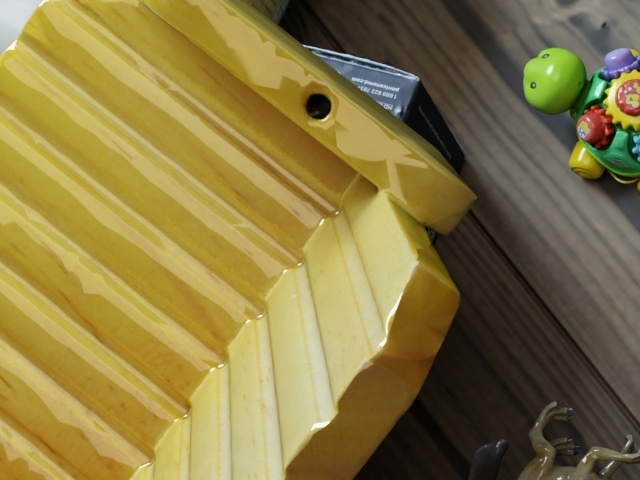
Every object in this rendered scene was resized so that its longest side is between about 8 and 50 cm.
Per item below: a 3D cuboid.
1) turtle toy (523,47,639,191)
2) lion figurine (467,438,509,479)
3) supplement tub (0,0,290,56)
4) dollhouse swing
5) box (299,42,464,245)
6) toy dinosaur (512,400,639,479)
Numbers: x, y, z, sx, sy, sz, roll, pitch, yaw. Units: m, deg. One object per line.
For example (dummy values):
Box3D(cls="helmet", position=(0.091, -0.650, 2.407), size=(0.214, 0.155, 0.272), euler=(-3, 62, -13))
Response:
Box3D(cls="turtle toy", position=(0.195, -0.088, 1.218), size=(0.130, 0.066, 0.095), euler=(19, 79, 20))
Box3D(cls="lion figurine", position=(-0.038, 0.283, 1.102), size=(0.392, 0.142, 0.240), euler=(-28, 49, 23))
Box3D(cls="supplement tub", position=(-0.140, -0.187, 1.251), size=(0.241, 0.241, 0.331), euler=(23, 80, 21))
Box3D(cls="dollhouse swing", position=(-0.121, 0.044, 0.965), size=(0.315, 0.305, 0.347), euler=(38, 99, 5))
Box3D(cls="box", position=(0.000, 0.000, 1.199), size=(0.108, 0.153, 0.207), euler=(16, 78, 20))
Box3D(cls="toy dinosaur", position=(0.137, 0.151, 1.149), size=(0.183, 0.053, 0.092), euler=(-7, 43, 39))
